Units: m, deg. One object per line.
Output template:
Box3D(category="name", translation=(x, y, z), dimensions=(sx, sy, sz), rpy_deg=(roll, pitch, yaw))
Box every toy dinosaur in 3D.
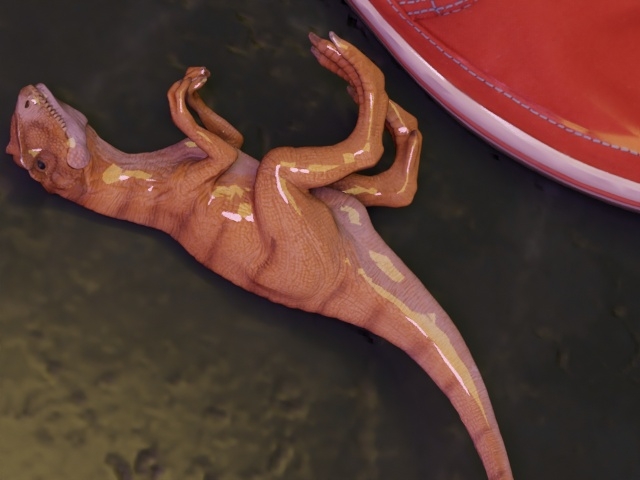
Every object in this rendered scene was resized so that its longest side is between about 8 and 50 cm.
Box3D(category="toy dinosaur", translation=(0.000, 0.000, 0.534), dimensions=(0.211, 0.064, 0.112), rpy_deg=(30, 82, -1))

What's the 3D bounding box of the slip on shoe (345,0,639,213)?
Box3D(category="slip on shoe", translation=(0.062, -0.128, 0.570), dimensions=(0.331, 0.101, 0.123), rpy_deg=(43, 61, -6))
